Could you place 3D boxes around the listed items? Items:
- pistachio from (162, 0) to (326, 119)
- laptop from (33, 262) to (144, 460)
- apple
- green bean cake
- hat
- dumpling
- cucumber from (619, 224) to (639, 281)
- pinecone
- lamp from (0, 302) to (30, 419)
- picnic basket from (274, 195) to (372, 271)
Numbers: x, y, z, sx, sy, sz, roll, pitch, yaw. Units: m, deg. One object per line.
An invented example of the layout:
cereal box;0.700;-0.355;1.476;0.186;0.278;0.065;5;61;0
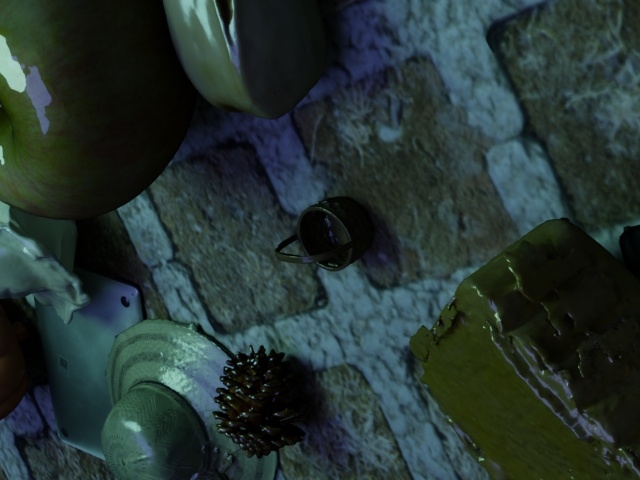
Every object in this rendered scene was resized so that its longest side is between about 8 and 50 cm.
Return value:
pistachio;-0.071;-0.202;1.246;0.130;0.131;0.206;-17;103;4
laptop;-0.260;0.149;1.714;0.188;0.015;0.269;16;123;36
apple;-0.226;-0.150;1.348;0.257;0.234;0.256;20;123;34
green bean cake;0.192;0.111;1.136;0.224;0.131;0.229;50;159;12
hat;-0.174;0.214;1.588;0.252;0.110;0.252;20;125;31
dumpling;-0.331;0.010;1.612;0.258;0.147;0.193;21;152;53
cucumber;0.264;0.030;1.113;0.105;0.048;0.048;54;138;7
pinecone;-0.063;0.161;1.467;0.102;0.102;0.109;2;113;44
lamp;-0.429;0.136;1.767;0.187;0.164;0.187;56;158;37
picnic basket;0.000;0.000;1.324;0.072;0.083;0.072;24;128;34
